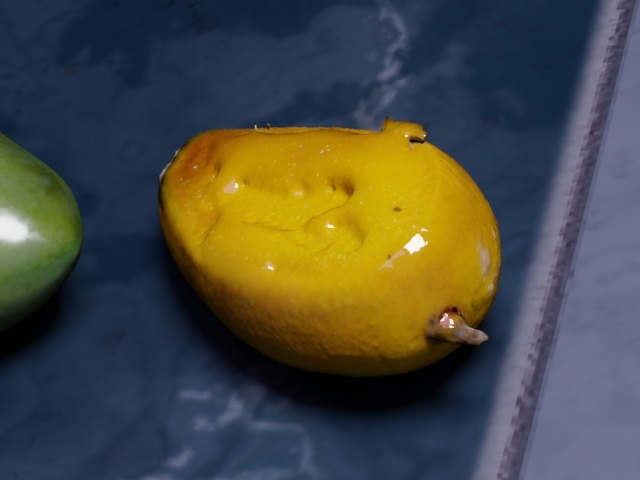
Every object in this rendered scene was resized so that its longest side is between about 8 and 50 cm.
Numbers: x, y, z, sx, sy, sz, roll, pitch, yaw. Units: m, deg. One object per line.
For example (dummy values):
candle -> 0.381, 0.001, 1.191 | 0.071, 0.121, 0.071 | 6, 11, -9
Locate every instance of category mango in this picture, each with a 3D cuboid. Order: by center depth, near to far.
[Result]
mango -> 0.000, 0.000, 0.722 | 0.187, 0.066, 0.101 | 24, 63, 43
mango -> -0.204, -0.017, 0.793 | 0.137, 0.091, 0.237 | -42, 46, -17
